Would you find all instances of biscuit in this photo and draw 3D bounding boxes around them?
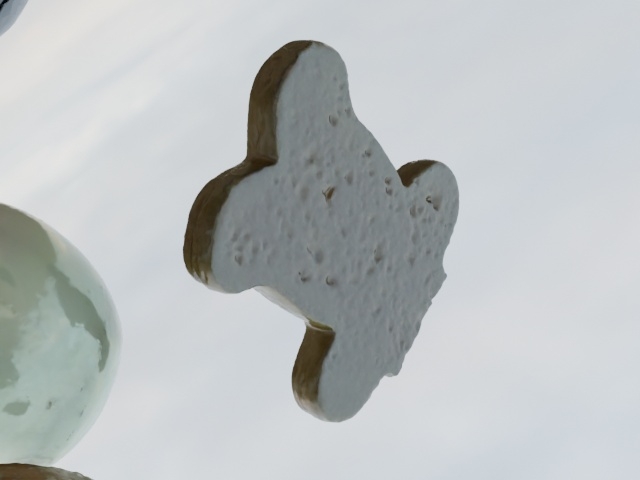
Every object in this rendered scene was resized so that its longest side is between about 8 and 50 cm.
[{"bbox_3d":[0.000,0.000,2.132,0.076,0.394,0.368,7,-116,43],"label":"biscuit"}]

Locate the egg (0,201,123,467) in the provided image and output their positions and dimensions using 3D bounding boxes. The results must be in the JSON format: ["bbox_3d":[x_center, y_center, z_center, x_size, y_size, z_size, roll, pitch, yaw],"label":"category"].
[{"bbox_3d":[-0.387,0.101,2.073,0.283,0.345,0.283,-33,-162,12],"label":"egg"}]

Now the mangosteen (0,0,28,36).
[{"bbox_3d":[-0.407,-0.316,1.837,0.228,0.265,0.228,-8,-166,2],"label":"mangosteen"}]

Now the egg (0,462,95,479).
[{"bbox_3d":[-0.262,0.297,1.607,0.203,0.245,0.203,-63,-179,2],"label":"egg"}]
